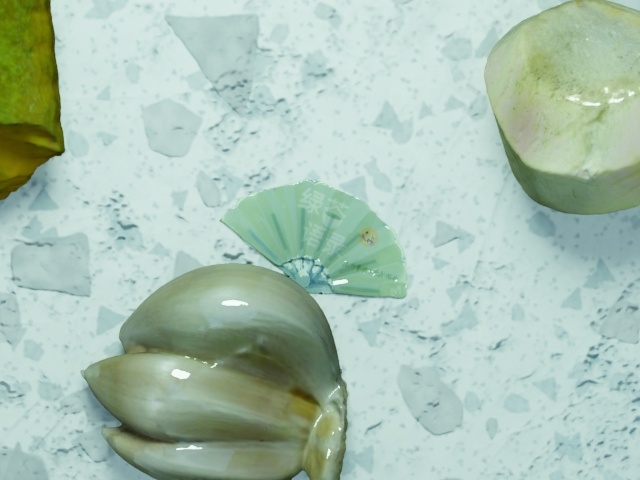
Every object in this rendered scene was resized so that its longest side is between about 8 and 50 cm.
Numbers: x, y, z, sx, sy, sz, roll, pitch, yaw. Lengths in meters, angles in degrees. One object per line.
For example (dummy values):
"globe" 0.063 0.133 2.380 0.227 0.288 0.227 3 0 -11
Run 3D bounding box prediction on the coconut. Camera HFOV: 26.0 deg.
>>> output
"coconut" 0.305 -0.145 1.508 0.259 0.259 0.259 0 100 0

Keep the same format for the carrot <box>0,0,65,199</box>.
"carrot" -0.404 -0.182 1.490 0.242 0.241 0.340 -3 98 0

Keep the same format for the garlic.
"garlic" -0.107 0.164 1.608 0.325 0.132 0.279 20 91 -9

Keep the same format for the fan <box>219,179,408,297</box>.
"fan" 0.000 0.000 1.639 0.240 0.009 0.131 22 96 -4
